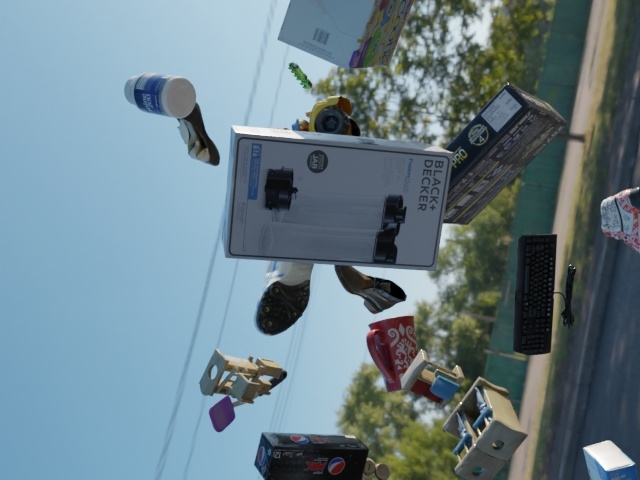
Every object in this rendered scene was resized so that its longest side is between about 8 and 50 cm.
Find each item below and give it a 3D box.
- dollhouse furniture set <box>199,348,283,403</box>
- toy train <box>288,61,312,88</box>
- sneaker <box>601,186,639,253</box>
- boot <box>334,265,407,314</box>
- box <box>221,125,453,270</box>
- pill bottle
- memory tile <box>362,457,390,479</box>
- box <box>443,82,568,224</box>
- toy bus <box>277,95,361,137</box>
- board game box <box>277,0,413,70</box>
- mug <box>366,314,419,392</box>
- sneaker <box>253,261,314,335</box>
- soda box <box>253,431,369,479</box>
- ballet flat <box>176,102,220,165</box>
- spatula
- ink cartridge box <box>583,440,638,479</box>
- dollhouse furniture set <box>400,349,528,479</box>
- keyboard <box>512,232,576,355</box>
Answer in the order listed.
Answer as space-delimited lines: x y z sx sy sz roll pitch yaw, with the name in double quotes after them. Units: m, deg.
-0.151 0.340 1.552 0.182 0.161 0.101 21 -83 -41 "dollhouse furniture set"
-0.042 -0.354 1.476 0.083 0.024 0.017 45 -121 -52 "toy train"
0.869 -0.009 1.880 0.090 0.145 0.270 -25 -89 -33 "sneaker"
0.133 0.108 1.805 0.219 0.106 0.082 44 -139 -34 "boot"
0.020 -0.057 0.922 0.087 0.290 0.169 -129 45 -72 "box"
-0.266 -0.239 1.125 0.067 0.120 0.067 -23 -59 -46 "pill bottle"
0.095 0.543 1.485 0.012 0.113 0.148 -44 24 47 "memory tile"
0.426 -0.204 1.774 0.318 0.097 0.395 1 -43 -53 "box"
-0.029 -0.177 1.412 0.149 0.212 0.220 3 -92 -73 "toy bus"
0.056 -0.405 1.248 0.142 0.144 0.275 -68 -12 21 "board game box"
0.169 0.276 1.643 0.113 0.150 0.169 141 121 -64 "mug"
-0.063 0.069 1.183 0.086 0.085 0.237 -32 29 45 "sneaker"
-0.013 0.335 1.061 0.053 0.169 0.060 26 104 63 "soda box"
-0.300 -0.241 1.649 0.203 0.074 0.074 75 -151 -46 "ballet flat"
-0.200 0.449 1.970 0.296 0.030 0.084 -25 -72 -39 "spatula"
0.756 0.635 1.759 0.139 0.082 0.190 -108 5 -82 "ink cartridge box"
0.228 0.306 1.185 0.129 0.184 0.129 -60 11 19 "dollhouse furniture set"
0.590 0.140 1.782 0.033 0.202 0.317 -160 69 -65 "keyboard"
